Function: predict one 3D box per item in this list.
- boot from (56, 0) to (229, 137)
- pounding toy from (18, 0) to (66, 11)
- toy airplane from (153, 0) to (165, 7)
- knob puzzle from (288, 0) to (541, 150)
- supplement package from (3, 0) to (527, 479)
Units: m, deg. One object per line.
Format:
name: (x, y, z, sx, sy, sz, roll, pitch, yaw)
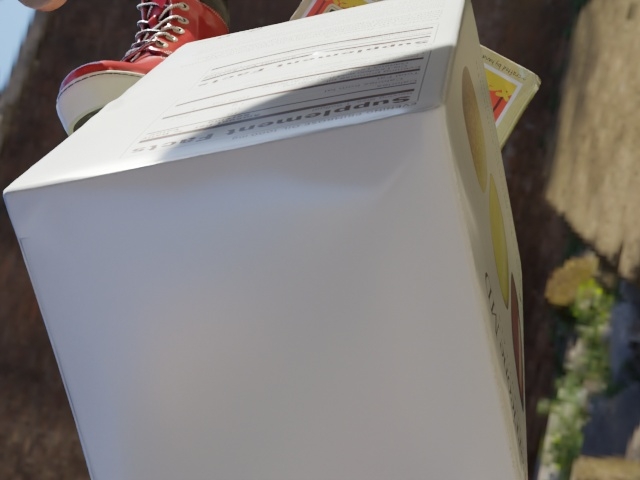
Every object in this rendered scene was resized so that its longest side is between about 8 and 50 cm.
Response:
boot: (-0.131, -0.148, 1.073, 0.244, 0.088, 0.176, 6, -113, -66)
pounding toy: (-0.200, -0.286, 0.934, 0.269, 0.154, 0.155, -46, -22, 21)
toy airplane: (-0.115, -0.248, 1.008, 0.151, 0.028, 0.151, 12, 105, 52)
knob puzzle: (0.014, -0.059, 0.886, 0.030, 0.213, 0.213, 29, -110, -64)
supplement package: (0.000, 0.000, 0.525, 0.244, 0.133, 0.139, -69, -33, -70)
